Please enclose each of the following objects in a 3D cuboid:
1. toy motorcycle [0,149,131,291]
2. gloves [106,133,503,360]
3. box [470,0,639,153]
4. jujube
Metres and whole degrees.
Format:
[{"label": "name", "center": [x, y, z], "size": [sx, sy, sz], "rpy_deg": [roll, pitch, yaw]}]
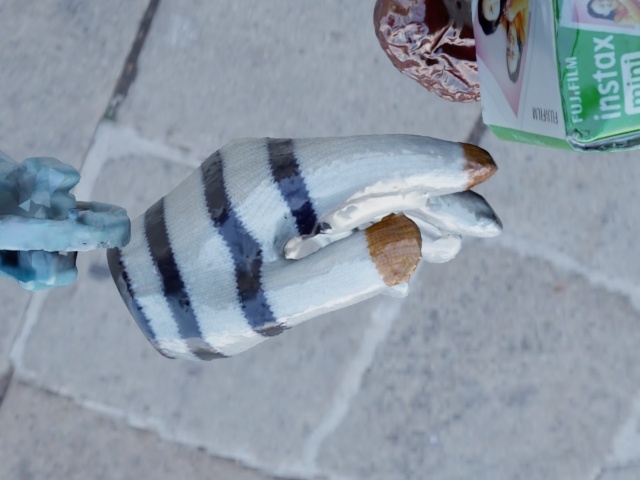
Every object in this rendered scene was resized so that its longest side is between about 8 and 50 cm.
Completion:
[{"label": "toy motorcycle", "center": [-0.239, -0.013, 0.862], "size": [0.260, 0.206, 0.154], "rpy_deg": [-1, 95, -30]}, {"label": "gloves", "center": [-0.007, -0.013, 1.041], "size": [0.218, 0.140, 0.131], "rpy_deg": [-31, 85, 10]}, {"label": "box", "center": [0.154, -0.181, 1.078], "size": [0.103, 0.180, 0.250], "rpy_deg": [-11, 99, -11]}, {"label": "jujube", "center": [0.085, -0.139, 1.213], "size": [0.077, 0.077, 0.129], "rpy_deg": [-39, 147, 22]}]
